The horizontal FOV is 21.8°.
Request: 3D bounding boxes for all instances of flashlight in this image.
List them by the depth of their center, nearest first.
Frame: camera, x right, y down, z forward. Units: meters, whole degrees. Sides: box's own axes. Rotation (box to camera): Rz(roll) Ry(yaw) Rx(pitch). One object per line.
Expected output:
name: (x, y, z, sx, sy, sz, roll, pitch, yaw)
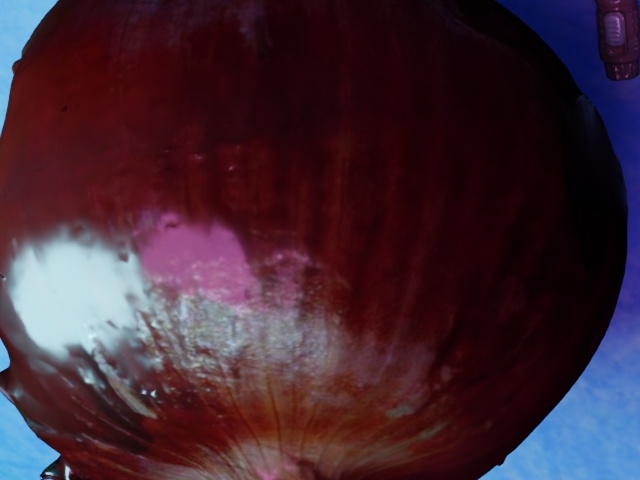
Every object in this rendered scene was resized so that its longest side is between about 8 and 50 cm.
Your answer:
flashlight: (0.158, -0.138, 0.895, 0.052, 0.031, 0.110, 0, 115, 21)

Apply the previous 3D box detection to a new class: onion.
onion: (0.001, -0.004, 0.866, 0.341, 0.341, 0.341, 9, 119, 17)
